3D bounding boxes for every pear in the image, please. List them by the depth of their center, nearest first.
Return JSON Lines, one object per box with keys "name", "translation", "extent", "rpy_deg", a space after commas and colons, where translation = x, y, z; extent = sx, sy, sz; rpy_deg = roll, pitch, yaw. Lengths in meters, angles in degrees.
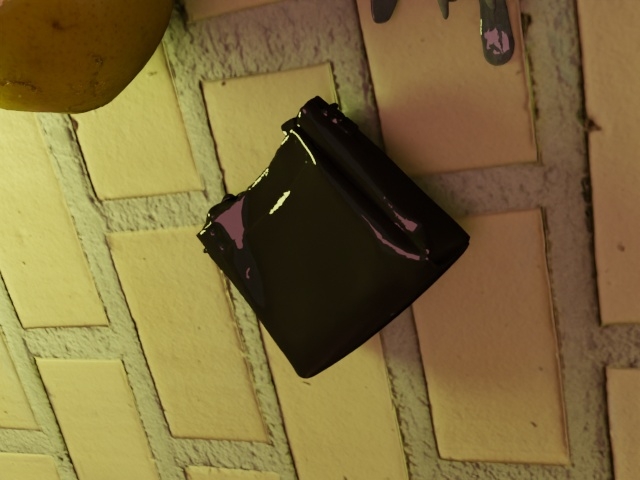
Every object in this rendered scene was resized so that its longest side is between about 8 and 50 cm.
{"name": "pear", "translation": [-0.292, -0.302, 0.787], "extent": [0.285, 0.285, 0.336], "rpy_deg": [24, 89, 11]}

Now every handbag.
{"name": "handbag", "translation": [0.000, 0.000, 0.877], "extent": [0.257, 0.113, 0.285], "rpy_deg": [48, 128, 3]}

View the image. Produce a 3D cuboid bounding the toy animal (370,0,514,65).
{"name": "toy animal", "translation": [0.154, -0.294, 0.704], "extent": [0.239, 0.176, 0.255], "rpy_deg": [2, 148, 25]}
